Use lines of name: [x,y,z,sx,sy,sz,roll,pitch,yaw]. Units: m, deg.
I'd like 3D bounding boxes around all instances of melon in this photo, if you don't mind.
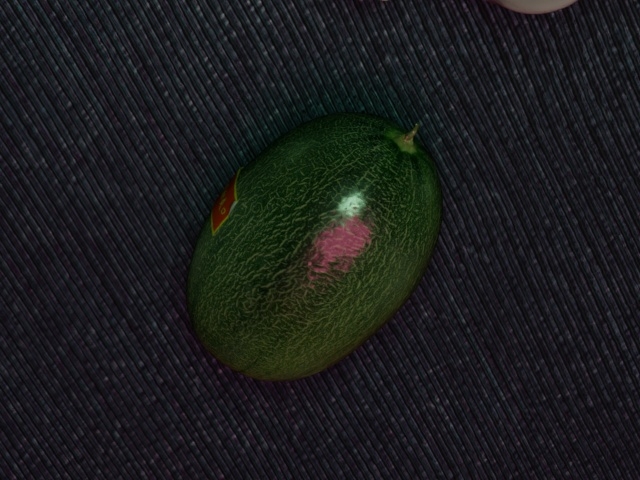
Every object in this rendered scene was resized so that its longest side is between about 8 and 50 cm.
melon: [0.000,0.000,1.669,0.182,0.182,0.287,34,119,-19]

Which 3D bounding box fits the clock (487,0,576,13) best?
clock: [0.230,-0.334,1.424,0.322,0.113,0.295,-17,113,-16]
